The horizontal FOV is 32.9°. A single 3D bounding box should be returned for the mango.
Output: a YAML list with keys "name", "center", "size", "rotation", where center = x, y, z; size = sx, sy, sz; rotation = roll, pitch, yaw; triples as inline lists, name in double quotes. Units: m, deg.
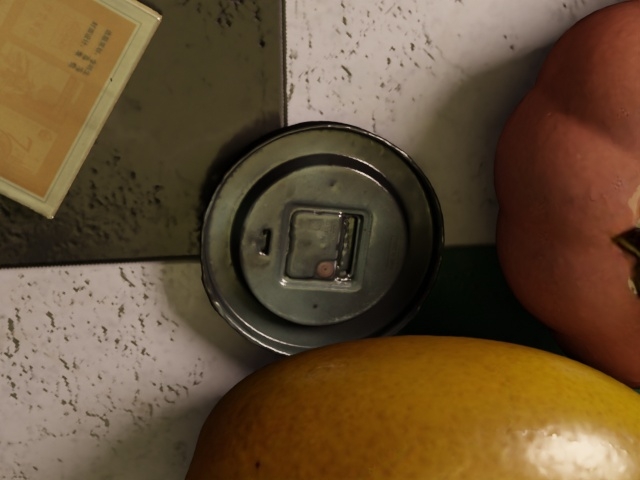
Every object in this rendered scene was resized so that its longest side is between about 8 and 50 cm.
- name: "mango"
  center: [0.076, 0.185, 0.757]
  size: [0.378, 0.221, 0.263]
  rotation: [-9, 129, 13]

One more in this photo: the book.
- name: "book"
  center: [-0.255, -0.142, 0.743]
  size: [0.242, 0.018, 0.170]
  rotation: [29, 102, -14]

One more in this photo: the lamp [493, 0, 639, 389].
- name: "lamp"
  center: [0.270, -0.027, 0.734]
  size: [0.306, 0.239, 0.305]
  rotation: [-2, 111, -5]

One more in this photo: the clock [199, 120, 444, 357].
- name: "clock"
  center: [0.000, 0.000, 0.812]
  size: [0.185, 0.040, 0.184]
  rotation: [-3, 108, -8]
